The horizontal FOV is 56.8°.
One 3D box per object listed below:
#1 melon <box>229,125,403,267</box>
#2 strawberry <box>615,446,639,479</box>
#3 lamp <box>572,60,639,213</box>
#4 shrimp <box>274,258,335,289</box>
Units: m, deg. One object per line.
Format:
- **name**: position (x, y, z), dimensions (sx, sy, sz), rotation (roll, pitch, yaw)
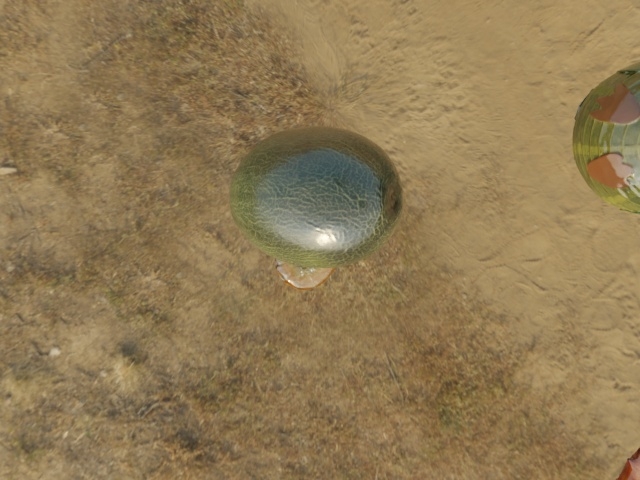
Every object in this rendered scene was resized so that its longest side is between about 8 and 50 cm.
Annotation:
- **melon**: position (-0.015, -0.072, 0.998), dimensions (0.301, 0.237, 0.238), rotation (4, 105, 30)
- **strawberry**: position (0.446, 0.306, 0.737), dimensions (0.146, 0.082, 0.187), rotation (13, 100, 26)
- **lamp**: position (0.526, -0.170, 0.938), dimensions (0.250, 0.284, 0.251), rotation (3, 105, 10)
- **shrimp**: position (0.000, 0.000, 1.297), dimensions (0.150, 0.068, 0.249), rotation (40, 91, -28)
